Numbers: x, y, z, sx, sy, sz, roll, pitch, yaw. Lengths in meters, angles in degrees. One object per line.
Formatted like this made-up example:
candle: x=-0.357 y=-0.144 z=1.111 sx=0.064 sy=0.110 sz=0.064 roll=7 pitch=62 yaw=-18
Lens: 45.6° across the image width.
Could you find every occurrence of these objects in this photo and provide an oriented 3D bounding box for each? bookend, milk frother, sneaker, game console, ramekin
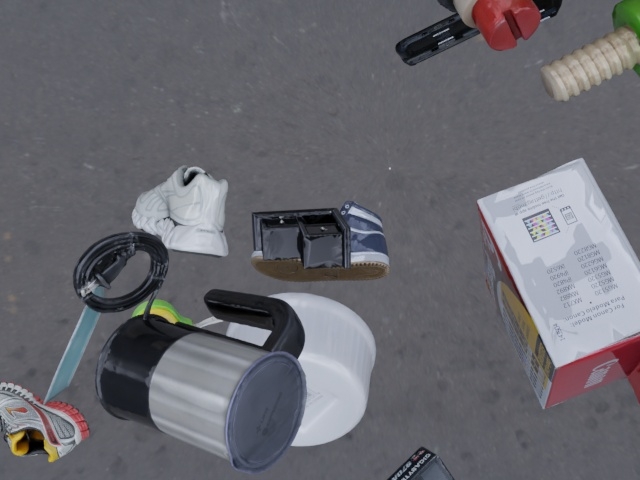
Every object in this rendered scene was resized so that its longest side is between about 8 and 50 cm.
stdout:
bookend: x=-0.036 y=-0.002 z=1.307 sx=0.157 sy=0.156 sz=0.072 roll=-3 pitch=105 yaw=-6
milk frother: x=-0.094 y=0.074 z=0.532 sx=0.135 sy=0.143 sz=0.129 roll=9 pitch=69 yaw=35
sneaker: x=-0.203 y=-0.054 z=1.137 sx=0.110 sy=0.292 sz=0.118 roll=7 pitch=96 yaw=-30
sneaker: x=-0.502 y=0.303 z=1.271 sx=0.225 sy=0.092 sz=0.088 roll=9 pitch=123 yaw=23
game console: x=0.319 y=-0.461 z=1.547 sx=0.362 sy=0.213 sz=0.043 roll=-23 pitch=66 yaw=18
sneaker: x=0.000 y=0.000 z=1.583 sx=0.283 sy=0.099 sz=0.153 roll=2 pitch=60 yaw=-1
ramekin: x=-0.041 y=0.238 z=1.343 sx=0.277 sy=0.135 sz=0.277 roll=2 pitch=129 yaw=3

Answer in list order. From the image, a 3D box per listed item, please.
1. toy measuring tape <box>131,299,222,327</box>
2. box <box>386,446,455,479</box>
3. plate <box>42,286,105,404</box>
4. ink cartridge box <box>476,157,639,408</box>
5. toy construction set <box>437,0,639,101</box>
toy measuring tape: x=-0.329 y=0.172 z=1.790 sx=0.330 sy=0.121 sz=0.121 roll=-23 pitch=93 yaw=-7
box: x=0.160 y=0.457 z=1.172 sx=0.175 sy=0.051 sz=0.220 roll=-39 pitch=108 yaw=-17
plate: x=-0.323 y=0.133 z=1.020 sx=0.024 sy=0.188 sz=0.188 roll=23 pitch=97 yaw=-13
ink cartridge box: x=0.302 y=0.098 z=0.909 sx=0.130 sy=0.309 sz=0.271 roll=-22 pitch=66 yaw=5
toy construction set: x=0.154 y=-0.217 z=0.345 sx=0.237 sy=0.308 sz=0.257 roll=-25 pitch=132 yaw=7
